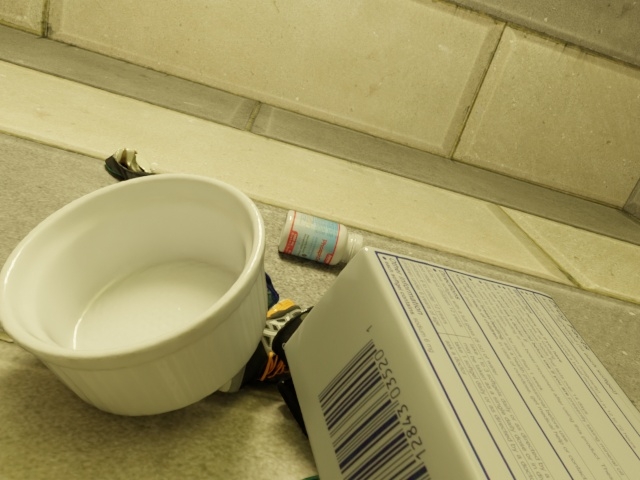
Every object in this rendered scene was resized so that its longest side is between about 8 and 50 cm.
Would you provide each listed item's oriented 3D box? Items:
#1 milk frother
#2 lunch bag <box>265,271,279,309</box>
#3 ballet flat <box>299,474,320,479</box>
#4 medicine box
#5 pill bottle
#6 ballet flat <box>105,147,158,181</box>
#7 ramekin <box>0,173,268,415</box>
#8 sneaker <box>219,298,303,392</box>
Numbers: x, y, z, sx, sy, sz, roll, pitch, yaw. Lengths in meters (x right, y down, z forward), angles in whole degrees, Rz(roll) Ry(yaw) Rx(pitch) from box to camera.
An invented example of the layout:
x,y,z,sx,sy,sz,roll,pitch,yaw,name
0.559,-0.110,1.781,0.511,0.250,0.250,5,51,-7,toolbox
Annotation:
x,y,z,sx,sy,sz,roll,pitch,yaw,name
0.031,0.157,0.616,0.143,0.129,0.135,-18,53,-35,milk frother
-0.147,0.066,0.776,0.128,0.096,0.151,27,6,24,lunch bag
0.065,0.265,0.510,0.247,0.083,0.087,11,-1,-17,ballet flat
0.149,0.170,0.448,0.289,0.149,0.264,15,36,-34,medicine box
0.000,0.000,1.034,0.160,0.087,0.087,15,23,-7,pill bottle
-0.409,-0.162,1.118,0.074,0.074,0.203,-5,31,-43,ballet flat
-0.189,0.057,0.580,0.276,0.135,0.277,-4,42,4,ramekin
-0.059,0.141,0.676,0.083,0.084,0.215,31,24,14,sneaker
